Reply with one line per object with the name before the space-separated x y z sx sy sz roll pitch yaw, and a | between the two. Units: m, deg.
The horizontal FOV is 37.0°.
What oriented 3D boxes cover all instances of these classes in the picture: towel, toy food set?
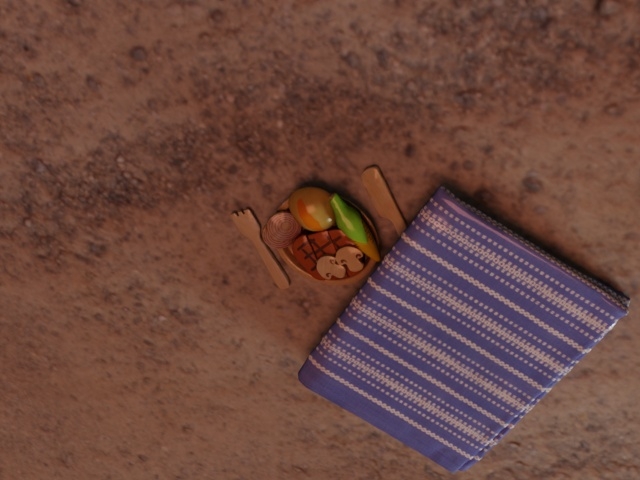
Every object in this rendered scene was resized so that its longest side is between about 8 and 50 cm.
towel | 0.146 0.114 1.070 0.243 0.040 0.336 30 127 -6
toy food set | 0.000 0.000 1.046 0.192 0.038 0.132 -17 116 30
